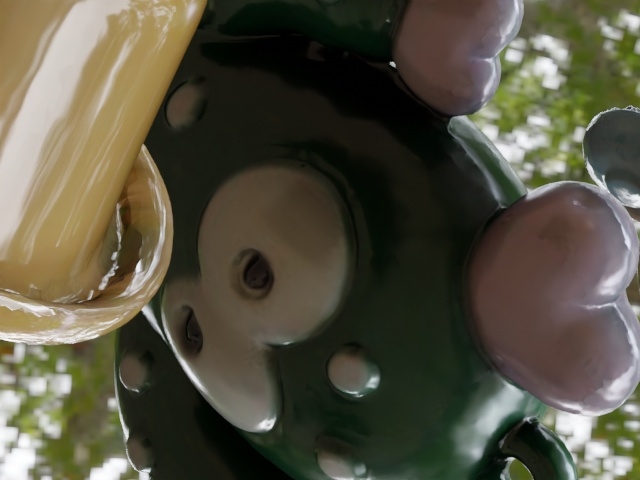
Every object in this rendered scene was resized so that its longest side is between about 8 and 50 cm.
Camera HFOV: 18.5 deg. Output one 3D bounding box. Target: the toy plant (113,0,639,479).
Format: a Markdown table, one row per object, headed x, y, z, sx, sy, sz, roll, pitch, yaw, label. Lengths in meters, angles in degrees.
| x | y | z | sx | sy | sz | roll | pitch | yaw | label |
| --- | --- | --- | --- | --- | --- | --- | --- | --- | --- |
| -0.001 | 0.004 | 0.641 | 0.232 | 0.112 | 0.243 | -34 | -102 | 45 | toy plant |

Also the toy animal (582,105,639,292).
| x | y | z | sx | sy | sz | roll | pitch | yaw | label |
| --- | --- | --- | --- | --- | --- | --- | --- | --- | --- |
| 0.355 | -0.031 | 1.646 | 0.221 | 0.229 | 0.210 | 65 | -34 | 24 | toy animal |

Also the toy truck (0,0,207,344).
| x | y | z | sx | sy | sz | roll | pitch | yaw | label |
| --- | --- | --- | --- | --- | --- | --- | --- | --- | --- |
| -0.097 | -0.140 | 0.389 | 0.212 | 0.288 | 0.204 | -50 | -169 | 16 | toy truck |
